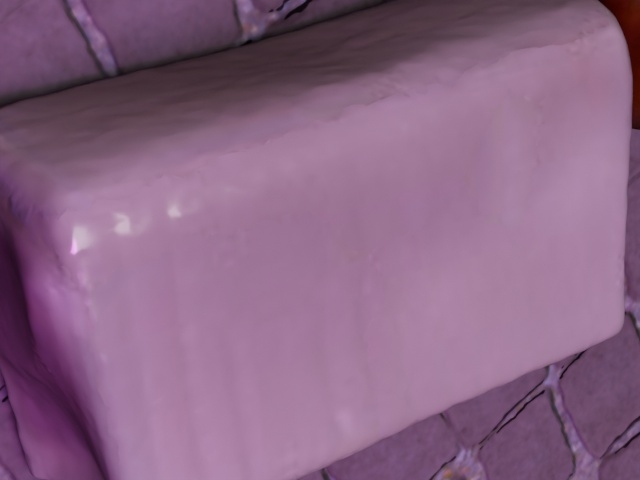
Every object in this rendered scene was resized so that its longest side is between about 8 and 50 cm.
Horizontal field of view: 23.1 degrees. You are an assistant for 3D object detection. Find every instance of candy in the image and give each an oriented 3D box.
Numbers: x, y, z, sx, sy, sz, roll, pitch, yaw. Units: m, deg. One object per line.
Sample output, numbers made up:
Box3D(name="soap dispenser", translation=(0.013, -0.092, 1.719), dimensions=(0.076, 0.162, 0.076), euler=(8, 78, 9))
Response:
Box3D(name="candy", translation=(0.001, -0.002, 0.831), dimensions=(0.359, 0.145, 0.208), euler=(-19, 113, -28))

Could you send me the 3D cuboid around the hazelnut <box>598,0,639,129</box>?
Box3D(name="hazelnut", translation=(0.241, -0.163, 0.930), dimensions=(0.210, 0.186, 0.210), euler=(4, 83, -34))
